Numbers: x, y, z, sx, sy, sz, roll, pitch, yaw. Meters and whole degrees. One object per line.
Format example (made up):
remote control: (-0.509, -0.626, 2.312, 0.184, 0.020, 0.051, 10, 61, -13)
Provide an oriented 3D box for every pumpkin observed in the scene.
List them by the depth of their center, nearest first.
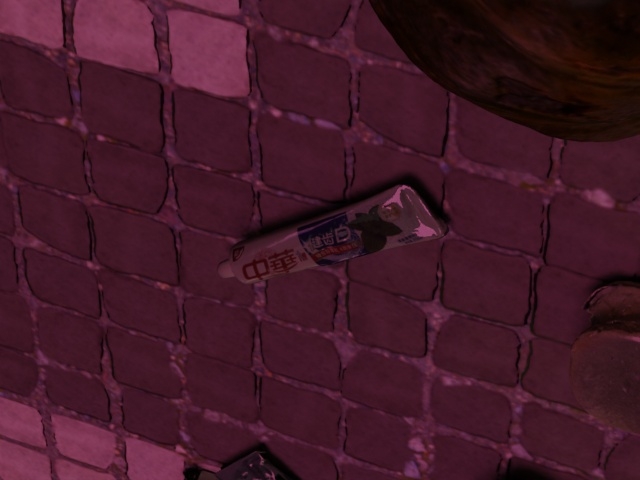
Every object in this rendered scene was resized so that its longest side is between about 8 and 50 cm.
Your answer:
pumpkin: (0.142, -0.221, 0.994, 0.256, 0.303, 0.225, 10, 150, -19)

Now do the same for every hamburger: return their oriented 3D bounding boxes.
hamburger: (0.266, 0.101, 1.395, 0.133, 0.062, 0.140, 11, 138, 26)

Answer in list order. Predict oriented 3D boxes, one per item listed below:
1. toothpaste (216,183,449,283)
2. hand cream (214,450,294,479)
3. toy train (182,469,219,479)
toothpaste: (0.000, 0.000, 1.464, 0.233, 0.038, 0.060, -17, 123, 37)
hand cream: (-0.003, 0.307, 1.771, 0.075, 0.052, 0.248, -38, 102, 23)
toy train: (-0.125, 0.274, 1.808, 0.053, 0.033, 0.083, 15, 137, 11)
